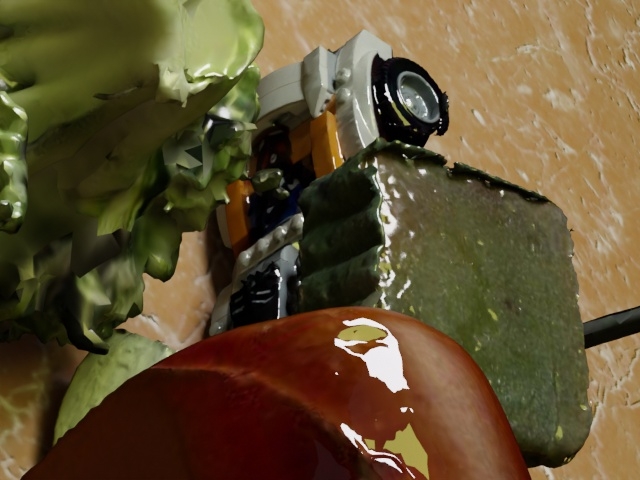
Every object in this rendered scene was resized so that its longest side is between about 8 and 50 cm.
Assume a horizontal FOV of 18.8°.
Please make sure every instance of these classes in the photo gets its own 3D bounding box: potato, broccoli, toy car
[{"bbox_3d":[-0.109,0.145,1.227,0.149,0.081,0.120,49,64,-38],"label":"potato"},{"bbox_3d":[-0.147,-0.106,1.147,0.293,0.281,0.348,9,83,-43],"label":"broccoli"},{"bbox_3d":[-0.001,0.000,1.337,0.118,0.193,0.301,31,44,-30],"label":"toy car"}]

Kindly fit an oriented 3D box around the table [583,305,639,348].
[{"bbox_3d":[0.226,0.238,1.292,0.335,0.272,0.222,49,34,-35],"label":"table"}]

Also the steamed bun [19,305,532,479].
[{"bbox_3d":[-0.019,0.198,0.998,0.248,0.379,0.235,1,58,-37],"label":"steamed bun"}]

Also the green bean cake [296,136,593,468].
[{"bbox_3d":[0.068,0.048,1.173,0.173,0.094,0.181,17,61,-34],"label":"green bean cake"}]
